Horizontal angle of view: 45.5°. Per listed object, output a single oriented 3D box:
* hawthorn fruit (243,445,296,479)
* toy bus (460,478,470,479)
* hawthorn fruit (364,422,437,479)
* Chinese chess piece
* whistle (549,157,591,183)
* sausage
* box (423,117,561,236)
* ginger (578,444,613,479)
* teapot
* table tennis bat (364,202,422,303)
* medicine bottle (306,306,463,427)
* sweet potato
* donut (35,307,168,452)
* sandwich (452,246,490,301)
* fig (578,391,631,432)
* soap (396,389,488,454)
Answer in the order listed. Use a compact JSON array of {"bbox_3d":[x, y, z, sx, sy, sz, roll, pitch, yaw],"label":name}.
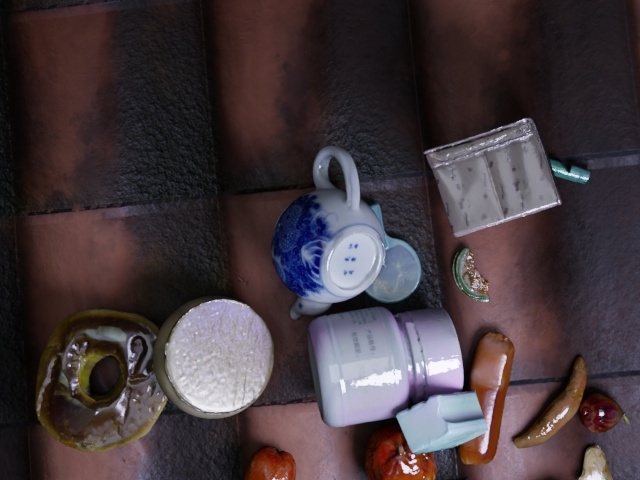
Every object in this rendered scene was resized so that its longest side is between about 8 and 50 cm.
[{"bbox_3d":[-0.111,0.526,1.721,0.128,0.128,0.128,0,88,4],"label":"hawthorn fruit"},{"bbox_3d":[0.297,0.683,1.661,0.138,0.167,0.275,-9,88,3],"label":"toy bus"},{"bbox_3d":[0.173,0.488,1.673,0.173,0.179,0.174,0,94,4],"label":"hawthorn fruit"},{"bbox_3d":[-0.234,0.257,1.691,0.270,0.112,0.270,4,82,-27],"label":"Chinese chess piece"},{"bbox_3d":[0.521,-0.171,1.746,0.186,0.039,0.039,17,89,5],"label":"whistle"},{"bbox_3d":[0.370,0.355,1.712,0.089,0.083,0.300,10,85,43],"label":"sausage"},{"bbox_3d":[0.373,-0.132,1.608,0.225,0.297,0.191,-18,90,18],"label":"box"},{"bbox_3d":[0.670,0.592,1.683,0.131,0.086,0.295,-27,82,1],"label":"ginger"},{"bbox_3d":[0.000,0.000,1.685,0.252,0.280,0.424,-1,110,-34],"label":"teapot"},{"bbox_3d":[0.148,0.029,1.765,0.149,0.038,0.237,-15,89,8],"label":"table tennis bat"},{"bbox_3d":[0.135,0.263,1.652,0.301,0.241,0.241,-9,87,-5],"label":"medicine bottle"},{"bbox_3d":[0.533,0.376,1.708,0.058,0.078,0.255,35,91,-32],"label":"sweet potato"},{"bbox_3d":[-0.492,0.308,1.748,0.329,0.160,0.330,1,86,-8],"label":"donut"},{"bbox_3d":[0.343,0.087,1.751,0.067,0.029,0.135,-31,86,3],"label":"sandwich"},{"bbox_3d":[0.641,0.383,1.701,0.125,0.089,0.089,5,88,-21],"label":"fig"},{"bbox_3d":[0.264,0.381,1.597,0.145,0.230,0.091,-35,62,32],"label":"soap"}]
